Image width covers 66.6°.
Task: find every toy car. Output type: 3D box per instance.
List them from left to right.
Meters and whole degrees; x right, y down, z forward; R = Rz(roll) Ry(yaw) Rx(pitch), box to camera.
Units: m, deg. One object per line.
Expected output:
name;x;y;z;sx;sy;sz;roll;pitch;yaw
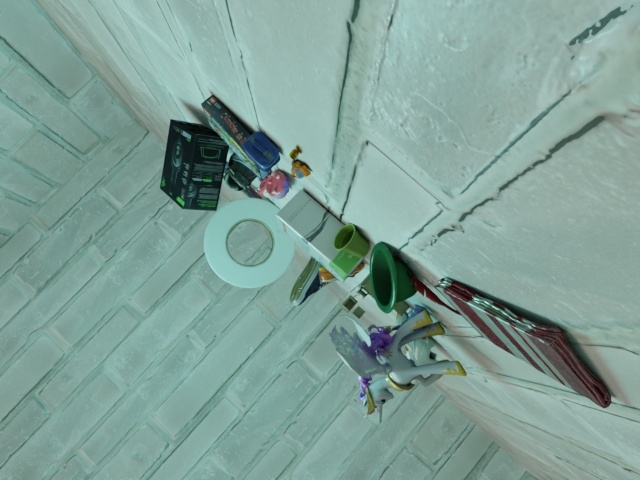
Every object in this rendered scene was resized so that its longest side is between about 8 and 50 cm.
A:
toy car;-0.065;-0.188;1.171;0.060;0.040;0.122;38;171;29

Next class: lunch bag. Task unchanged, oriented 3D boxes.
lunch bag;-0.153;-0.233;1.258;0.098;0.067;0.065;43;171;3

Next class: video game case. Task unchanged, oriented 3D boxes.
video game case;-0.392;-0.289;2.244;0.274;0.026;0.196;49;170;-31

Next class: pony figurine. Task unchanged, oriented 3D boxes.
pony figurine;0.213;0.358;1.529;0.351;0.363;0.303;58;-163;4

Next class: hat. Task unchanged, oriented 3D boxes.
hat;0.243;0.101;1.269;0.173;0.184;0.208;150;114;-75

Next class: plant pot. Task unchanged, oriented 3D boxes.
plant pot;0.093;0.008;1.343;0.079;0.083;0.083;32;177;-27

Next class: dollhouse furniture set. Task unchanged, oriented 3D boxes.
dollhouse furniture set;0.190;0.238;1.732;0.182;0.161;0.101;42;172;10

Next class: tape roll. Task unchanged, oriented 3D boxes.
tape roll;-0.299;0.010;2.090;0.392;0.392;0.072;43;171;-5

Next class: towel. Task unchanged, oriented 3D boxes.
towel;0.397;0.194;0.991;0.237;0.037;0.329;44;173;-26

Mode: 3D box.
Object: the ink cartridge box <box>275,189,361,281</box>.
ink cartridge box;0.006;-0.009;1.489;0.273;0.115;0.198;41;171;6

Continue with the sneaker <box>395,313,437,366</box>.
sneaker;0.372;0.373;1.875;0.262;0.121;0.099;65;-155;-21

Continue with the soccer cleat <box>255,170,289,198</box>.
soccer cleat;-0.130;-0.166;1.521;0.095;0.083;0.248;15;178;-23

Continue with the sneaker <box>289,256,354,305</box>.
sneaker;0.018;0.131;1.667;0.153;0.282;0.099;39;152;-17

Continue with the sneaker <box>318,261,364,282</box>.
sneaker;0.075;0.090;1.614;0.064;0.175;0.067;-10;94;57

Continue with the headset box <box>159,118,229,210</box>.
headset box;-0.453;-0.258;1.730;0.131;0.283;0.246;0;-157;-38

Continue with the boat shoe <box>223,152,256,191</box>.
boat shoe;-0.289;-0.234;1.702;0.121;0.119;0.335;44;171;-13

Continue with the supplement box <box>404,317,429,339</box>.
supplement box;0.339;0.291;1.674;0.083;0.055;0.043;46;173;-16

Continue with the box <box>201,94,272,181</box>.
box;-0.232;-0.284;1.377;0.233;0.044;0.159;47;173;5
